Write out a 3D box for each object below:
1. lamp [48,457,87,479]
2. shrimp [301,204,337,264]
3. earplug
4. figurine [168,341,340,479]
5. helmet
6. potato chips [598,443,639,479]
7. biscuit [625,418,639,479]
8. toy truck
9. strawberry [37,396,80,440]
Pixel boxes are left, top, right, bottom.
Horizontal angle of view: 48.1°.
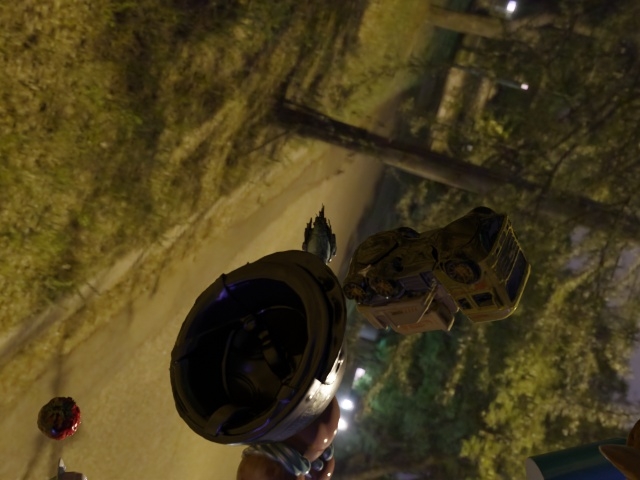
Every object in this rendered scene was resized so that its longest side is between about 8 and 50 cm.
[{"bbox_3d":[-0.489,0.548,1.358,0.179,0.108,0.246,-105,-166,-58],"label":"lamp"},{"bbox_3d":[0.000,0.000,1.823,0.079,0.090,0.233,108,-9,-58],"label":"shrimp"},{"bbox_3d":[0.654,0.556,1.746,0.132,0.273,0.132,166,-90,-84],"label":"earplug"},{"bbox_3d":[-0.123,0.321,1.423,0.248,0.388,0.276,-54,160,13],"label":"figurine"},{"bbox_3d":[-0.060,0.155,0.973,0.279,0.230,0.160,-40,144,6],"label":"helmet"},{"bbox_3d":[0.536,0.399,1.137,0.062,0.195,0.208,-38,178,4],"label":"potato chips"},{"bbox_3d":[0.706,0.414,1.350,0.049,0.257,0.273,56,24,-26],"label":"biscuit"},{"bbox_3d":[0.247,0.086,1.551,0.405,0.254,0.181,-16,-148,42],"label":"toy truck"},{"bbox_3d":[-0.596,0.412,1.644,0.106,0.106,0.106,18,90,-83],"label":"strawberry"}]
